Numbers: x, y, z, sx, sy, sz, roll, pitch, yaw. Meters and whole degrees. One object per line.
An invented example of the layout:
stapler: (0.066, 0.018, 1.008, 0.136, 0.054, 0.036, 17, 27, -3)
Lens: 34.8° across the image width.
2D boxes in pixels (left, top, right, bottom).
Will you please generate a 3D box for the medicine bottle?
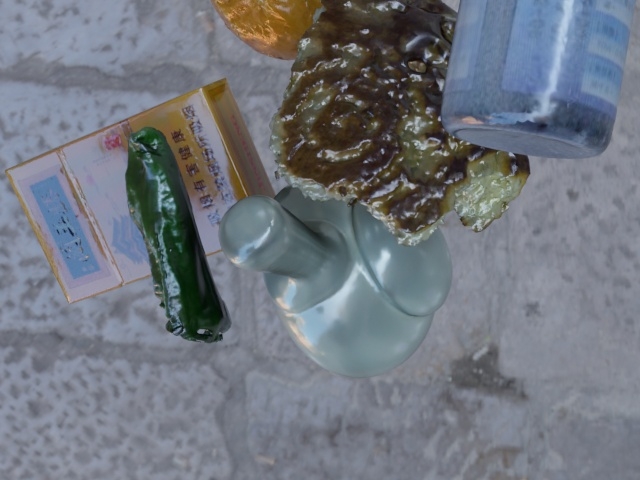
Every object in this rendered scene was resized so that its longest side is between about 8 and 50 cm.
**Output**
medicine bottle: (0.112, -0.144, 0.484, 0.083, 0.083, 0.203, 10, 90, 8)

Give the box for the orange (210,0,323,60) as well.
orange: (-0.033, -0.315, 1.156, 0.219, 0.193, 0.219, 20, 121, 37)

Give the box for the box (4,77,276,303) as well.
box: (-0.198, -0.051, 1.149, 0.274, 0.076, 0.174, -18, 100, 22)

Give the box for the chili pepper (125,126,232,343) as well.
chili pepper: (-0.136, 0.003, 0.939, 0.062, 0.108, 0.216, -19, 104, -9)

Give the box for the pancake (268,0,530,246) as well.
pancake: (0.075, -0.113, 0.841, 0.212, 0.258, 0.056, 18, 157, -5)

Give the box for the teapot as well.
teapot: (0.018, 0.034, 0.933, 0.149, 0.318, 0.220, -30, 96, 30)
